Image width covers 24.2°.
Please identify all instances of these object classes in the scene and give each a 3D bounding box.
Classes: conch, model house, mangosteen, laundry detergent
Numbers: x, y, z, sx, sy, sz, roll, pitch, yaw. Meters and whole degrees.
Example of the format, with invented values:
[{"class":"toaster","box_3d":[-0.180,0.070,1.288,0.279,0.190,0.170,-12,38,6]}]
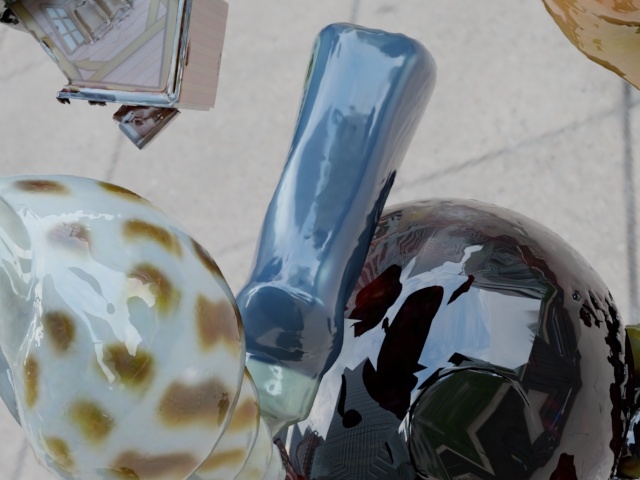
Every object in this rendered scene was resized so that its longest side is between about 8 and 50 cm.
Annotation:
[{"class":"conch","box_3d":[-0.123,0.064,0.892,0.148,0.275,0.183,-32,18,-21]},{"class":"model house","box_3d":[-0.123,-0.183,1.184,0.207,0.154,0.294,-39,1,6]},{"class":"mangosteen","box_3d":[0.133,0.159,1.347,0.381,0.421,0.381,-61,-5,-8]},{"class":"laundry detergent","box_3d":[0.000,0.000,1.042,0.143,0.094,0.290,119,168,-83]}]

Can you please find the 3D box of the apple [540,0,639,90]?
[{"class":"apple","box_3d":[0.141,-0.122,0.440,0.199,0.199,0.199,-24,37,20]}]
